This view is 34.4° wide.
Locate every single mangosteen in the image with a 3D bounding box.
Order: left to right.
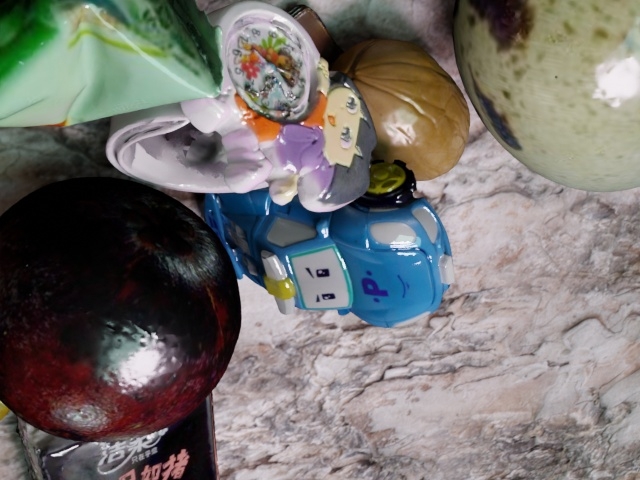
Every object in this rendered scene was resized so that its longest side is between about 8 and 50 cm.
[{"bbox_3d":[-0.239,0.084,1.096,0.300,0.300,0.300,-18,128,-24],"label":"mangosteen"}]

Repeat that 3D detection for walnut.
[{"bbox_3d":[0.089,-0.151,1.240,0.167,0.167,0.207,-50,142,4],"label":"walnut"}]

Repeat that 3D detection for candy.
[{"bbox_3d":[-0.301,-0.168,0.891,0.398,0.263,0.172,-18,137,-25],"label":"candy"}]

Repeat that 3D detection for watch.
[{"bbox_3d":[-0.092,-0.109,1.066,0.244,0.231,0.196,16,65,-39],"label":"watch"}]

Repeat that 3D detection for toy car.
[{"bbox_3d":[0.003,0.006,1.196,0.166,0.314,0.198,-46,140,-31],"label":"toy car"}]

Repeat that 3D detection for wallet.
[{"bbox_3d":[-0.061,-0.192,1.205,0.176,0.026,0.095,-41,136,3],"label":"wallet"}]

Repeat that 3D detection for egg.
[{"bbox_3d":[0.337,-0.237,1.233,0.345,0.345,0.428,-37,135,-8],"label":"egg"}]

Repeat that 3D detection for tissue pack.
[{"bbox_3d":[-0.248,0.306,1.355,0.245,0.123,0.332,-24,134,-27],"label":"tissue pack"}]

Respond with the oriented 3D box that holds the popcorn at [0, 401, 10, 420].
[{"bbox_3d":[-0.422,0.173,1.144,0.145,0.126,0.125,-22,157,-39],"label":"popcorn"}]
